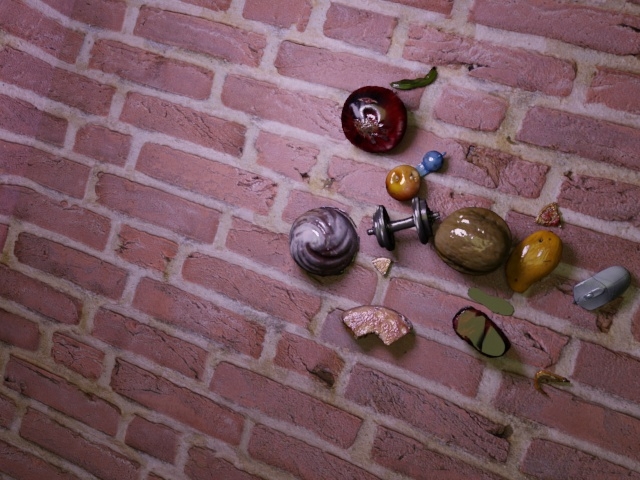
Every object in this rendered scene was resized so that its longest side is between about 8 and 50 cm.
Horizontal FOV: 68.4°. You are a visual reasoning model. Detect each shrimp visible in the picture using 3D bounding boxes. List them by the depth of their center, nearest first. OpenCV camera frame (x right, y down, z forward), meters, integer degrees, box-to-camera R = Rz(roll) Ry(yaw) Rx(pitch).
[{"bbox_3d":[0.878,0.541,1.786,0.126,0.025,0.091,2,89,17],"label":"shrimp"}]

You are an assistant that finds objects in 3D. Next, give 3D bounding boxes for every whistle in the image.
[{"bbox_3d":[0.433,-0.305,1.874,0.157,0.090,0.090,-34,82,9],"label":"whistle"}]

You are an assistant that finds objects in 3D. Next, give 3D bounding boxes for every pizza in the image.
[{"bbox_3d":[0.880,-0.102,1.797,0.100,0.029,0.100,15,91,12],"label":"pizza"},{"bbox_3d":[0.220,0.340,1.909,0.304,0.086,0.162,8,69,11],"label":"pizza"},{"bbox_3d":[0.252,0.106,1.936,0.083,0.025,0.078,-4,84,15],"label":"pizza"}]

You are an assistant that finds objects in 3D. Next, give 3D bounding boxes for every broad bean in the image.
[{"bbox_3d":[0.383,-0.645,1.911,0.195,0.046,0.061,-20,73,7],"label":"broad bean"}]

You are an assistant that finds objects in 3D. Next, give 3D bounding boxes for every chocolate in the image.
[{"bbox_3d":[0.000,0.000,1.902,0.302,0.213,0.304,0,88,14],"label":"chocolate"}]

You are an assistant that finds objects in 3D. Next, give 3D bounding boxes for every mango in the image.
[{"bbox_3d":[0.799,0.078,1.771,0.157,0.109,0.262,34,98,7],"label":"mango"}]

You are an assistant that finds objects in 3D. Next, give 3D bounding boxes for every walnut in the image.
[{"bbox_3d":[0.570,0.000,1.764,0.282,0.227,0.284,3,99,20],"label":"walnut"}]

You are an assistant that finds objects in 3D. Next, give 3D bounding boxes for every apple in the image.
[{"bbox_3d":[0.324,-0.228,1.865,0.146,0.146,0.147,0,89,13],"label":"apple"}]

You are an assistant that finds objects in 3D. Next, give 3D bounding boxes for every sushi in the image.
[{"bbox_3d":[0.614,0.353,1.804,0.225,0.126,0.136,41,99,16],"label":"sushi"}]

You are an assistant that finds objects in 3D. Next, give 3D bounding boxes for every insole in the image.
[{"bbox_3d":[0.668,0.239,1.850,0.188,0.004,0.064,28,95,12],"label":"insole"}]

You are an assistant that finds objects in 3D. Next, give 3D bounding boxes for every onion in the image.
[{"bbox_3d":[0.224,-0.492,1.883,0.272,0.285,0.273,16,130,20],"label":"onion"}]

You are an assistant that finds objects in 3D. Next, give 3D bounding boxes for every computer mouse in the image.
[{"bbox_3d":[1.037,0.174,1.736,0.228,0.068,0.113,-35,80,10],"label":"computer mouse"}]

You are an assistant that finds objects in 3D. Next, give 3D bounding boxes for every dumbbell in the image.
[{"bbox_3d":[0.320,-0.064,1.831,0.289,0.192,0.192,-13,86,18],"label":"dumbbell"}]
